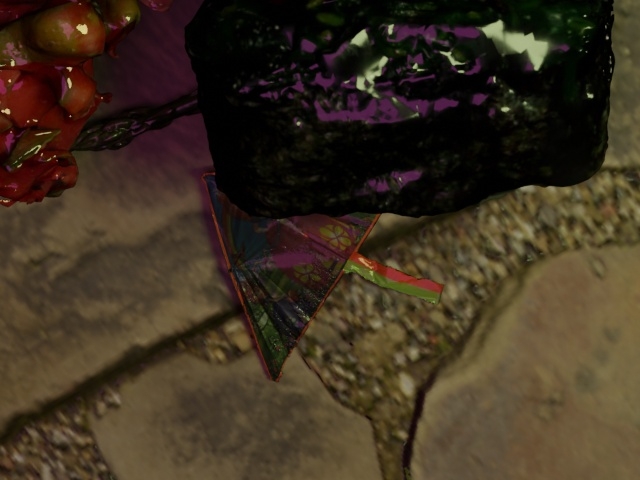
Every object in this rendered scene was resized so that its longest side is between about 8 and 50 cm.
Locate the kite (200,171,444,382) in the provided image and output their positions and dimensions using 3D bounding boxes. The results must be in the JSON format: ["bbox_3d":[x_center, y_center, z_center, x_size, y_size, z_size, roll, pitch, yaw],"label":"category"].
[{"bbox_3d":[0.000,0.000,1.174,0.159,0.010,0.190,32,113,-6],"label":"kite"}]

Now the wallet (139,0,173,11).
[{"bbox_3d":[-0.073,-0.247,1.051,0.119,0.025,0.232,42,117,34],"label":"wallet"}]

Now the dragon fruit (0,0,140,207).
[{"bbox_3d":[-0.169,-0.092,1.080,0.133,0.150,0.208,18,148,-26],"label":"dragon fruit"}]

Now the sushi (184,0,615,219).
[{"bbox_3d":[0.043,-0.090,1.055,0.225,0.124,0.127,-4,125,5],"label":"sushi"}]

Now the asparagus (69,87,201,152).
[{"bbox_3d":[-0.041,-0.093,1.139,0.233,0.022,0.023,-21,150,13],"label":"asparagus"}]
